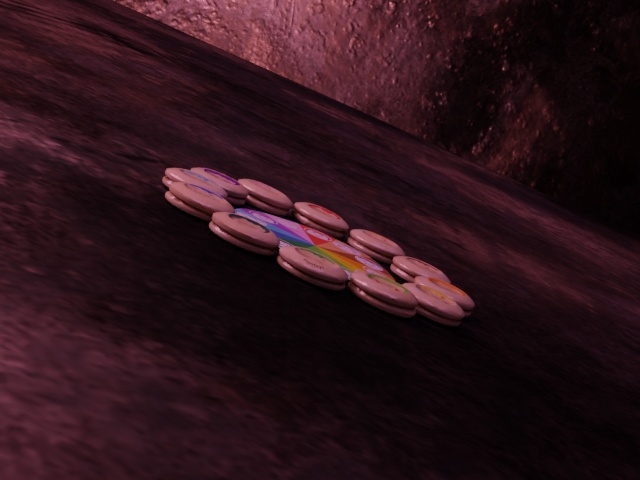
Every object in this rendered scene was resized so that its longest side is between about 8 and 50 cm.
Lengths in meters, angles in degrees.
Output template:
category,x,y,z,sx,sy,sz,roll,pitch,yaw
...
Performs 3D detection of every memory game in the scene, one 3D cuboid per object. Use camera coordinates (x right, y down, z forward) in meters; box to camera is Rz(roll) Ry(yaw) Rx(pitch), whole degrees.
category,x,y,z,sx,sy,sz,roll,pitch,yaw
memory game,0.000,0.000,0.648,0.186,0.012,0.186,23,10,-4
